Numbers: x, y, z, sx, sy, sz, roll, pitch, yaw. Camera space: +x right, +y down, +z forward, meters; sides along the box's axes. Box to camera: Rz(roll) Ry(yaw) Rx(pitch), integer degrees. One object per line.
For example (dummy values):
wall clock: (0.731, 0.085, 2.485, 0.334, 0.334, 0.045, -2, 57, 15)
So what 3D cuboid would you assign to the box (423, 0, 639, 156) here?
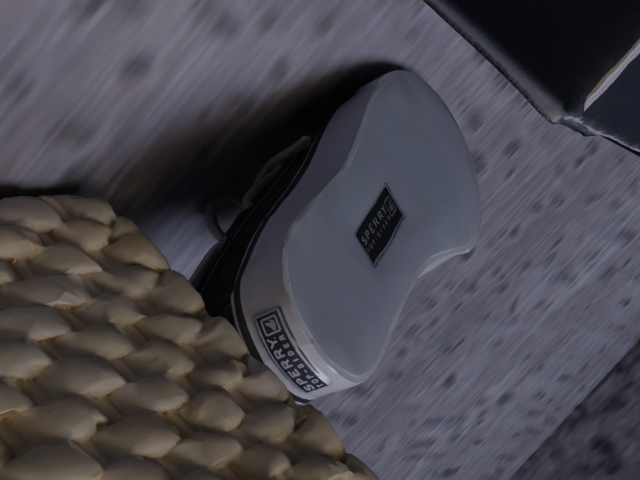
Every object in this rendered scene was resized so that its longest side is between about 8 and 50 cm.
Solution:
box: (0.200, -0.230, 0.688, 0.395, 0.212, 0.293, -50, 156, 13)

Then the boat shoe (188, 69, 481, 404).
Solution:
boat shoe: (0.002, 0.004, 0.950, 0.105, 0.113, 0.306, -23, -160, 27)

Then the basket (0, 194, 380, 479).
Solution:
basket: (-0.136, 0.177, 0.699, 0.266, 0.328, 0.331, -53, 160, 18)
